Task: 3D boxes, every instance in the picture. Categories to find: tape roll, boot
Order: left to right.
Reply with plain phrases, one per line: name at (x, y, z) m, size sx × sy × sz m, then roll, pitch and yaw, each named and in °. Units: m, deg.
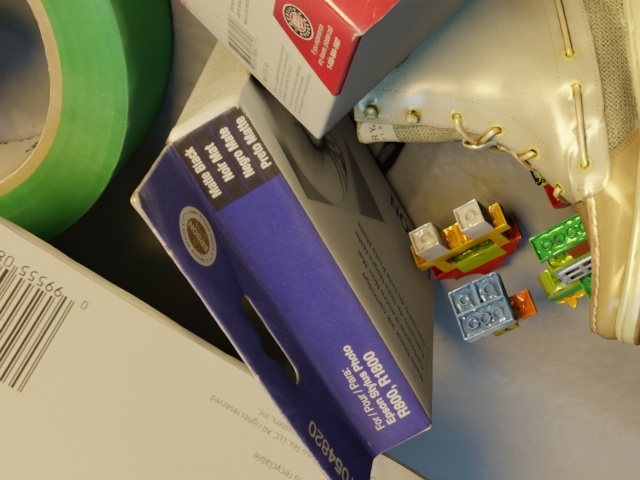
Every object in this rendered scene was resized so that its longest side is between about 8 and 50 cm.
tape roll at (-0.256, -0.140, 0.639) m, size 0.321 × 0.077 × 0.321 m, roll 8°, pitch 126°, yaw 11°
boot at (0.100, -0.052, 0.540) m, size 0.165 × 0.077 × 0.213 m, roll -1°, pitch 82°, yaw 20°

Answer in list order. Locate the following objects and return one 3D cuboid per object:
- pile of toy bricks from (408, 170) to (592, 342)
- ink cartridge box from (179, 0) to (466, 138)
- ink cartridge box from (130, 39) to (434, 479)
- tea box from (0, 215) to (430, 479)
pile of toy bricks at (0.172, 0.005, 0.610) m, size 0.212 × 0.118 × 0.105 m, roll -27°, pitch 152°, yaw 20°
ink cartridge box at (-0.012, -0.164, 0.459) m, size 0.176 × 0.127 × 0.128 m, roll 44°, pitch 166°, yaw 4°
ink cartridge box at (0.000, 0.000, 0.567) m, size 0.045 × 0.224 × 0.223 m, roll -22°, pitch 117°, yaw 20°
tea box at (-0.171, 0.168, 0.650) m, size 0.329 × 0.220 × 0.323 m, roll 35°, pitch 157°, yaw -17°
